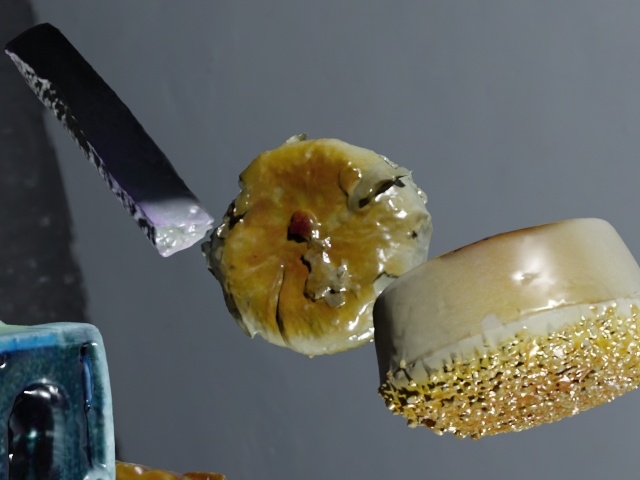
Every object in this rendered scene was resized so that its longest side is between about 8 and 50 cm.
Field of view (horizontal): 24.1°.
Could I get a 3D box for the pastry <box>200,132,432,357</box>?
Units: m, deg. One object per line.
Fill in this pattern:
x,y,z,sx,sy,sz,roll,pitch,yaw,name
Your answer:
-0.001,0.006,1.661,0.235,0.121,0.257,38,90,27,pastry

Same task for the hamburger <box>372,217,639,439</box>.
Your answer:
0.193,0.094,1.461,0.302,0.302,0.170,-35,69,49,hamburger

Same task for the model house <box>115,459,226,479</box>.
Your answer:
-0.145,0.306,1.451,0.219,0.199,0.229,-35,77,11,model house

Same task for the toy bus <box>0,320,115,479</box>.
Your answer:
-0.236,0.107,0.544,0.190,0.312,0.152,0,93,35,toy bus

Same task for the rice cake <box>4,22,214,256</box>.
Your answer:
-0.248,-0.120,1.734,0.399,0.070,0.064,49,158,32,rice cake
